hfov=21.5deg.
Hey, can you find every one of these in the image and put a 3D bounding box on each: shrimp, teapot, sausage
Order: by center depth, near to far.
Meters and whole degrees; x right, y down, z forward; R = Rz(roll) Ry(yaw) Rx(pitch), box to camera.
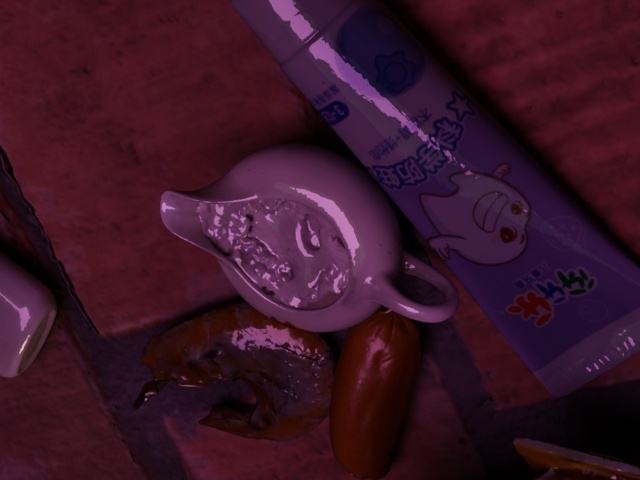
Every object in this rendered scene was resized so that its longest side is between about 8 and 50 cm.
[{"bbox_3d":[0.000,0.000,1.222,0.226,0.092,0.145,22,127,17],"label":"teapot"},{"bbox_3d":[0.037,0.118,1.288,0.062,0.054,0.183,39,134,31],"label":"sausage"},{"bbox_3d":[-0.069,0.114,1.347,0.187,0.051,0.132,-9,110,30],"label":"shrimp"}]

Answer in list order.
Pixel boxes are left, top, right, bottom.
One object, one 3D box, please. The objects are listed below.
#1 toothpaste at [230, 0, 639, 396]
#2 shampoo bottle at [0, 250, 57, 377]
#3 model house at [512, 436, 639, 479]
[{"bbox_3d":[0.091,-0.052,1.166,0.371,0.080,0.125,47,125,-9],"label":"toothpaste"},{"bbox_3d":[-0.328,0.022,1.447,0.221,0.051,0.108,36,130,8],"label":"shampoo bottle"},{"bbox_3d":[0.202,0.318,1.159,0.324,0.340,0.300,-27,145,11],"label":"model house"}]
